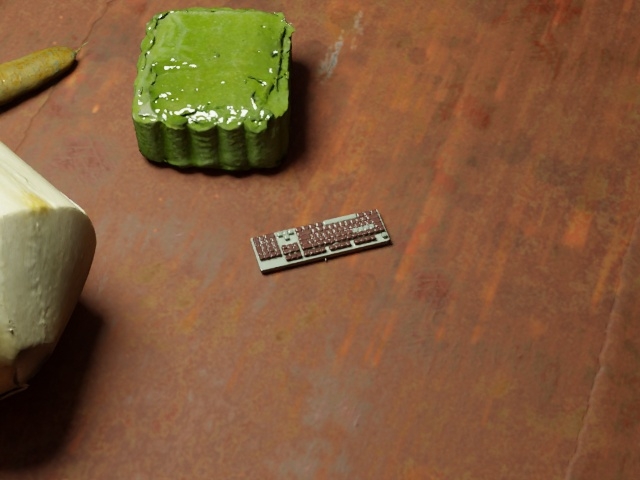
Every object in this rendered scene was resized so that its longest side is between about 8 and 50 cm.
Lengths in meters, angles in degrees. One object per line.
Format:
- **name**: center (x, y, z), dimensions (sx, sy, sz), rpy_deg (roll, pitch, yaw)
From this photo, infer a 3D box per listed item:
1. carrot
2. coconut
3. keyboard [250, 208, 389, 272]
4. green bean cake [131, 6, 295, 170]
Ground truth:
- **carrot**: center (-0.429, -0.204, 1.692), dimensions (0.298, 0.078, 0.078), rpy_deg (-25, 61, -22)
- **coconut**: center (-0.398, 0.035, 1.408), dimensions (0.323, 0.323, 0.323), rpy_deg (1, 57, -2)
- **keyboard**: center (0.000, 0.000, 1.601), dimensions (0.166, 0.017, 0.055), rpy_deg (-13, 58, -11)
- **green bean cake**: center (-0.135, -0.198, 1.669), dimensions (0.200, 0.113, 0.214), rpy_deg (2, 57, -2)
